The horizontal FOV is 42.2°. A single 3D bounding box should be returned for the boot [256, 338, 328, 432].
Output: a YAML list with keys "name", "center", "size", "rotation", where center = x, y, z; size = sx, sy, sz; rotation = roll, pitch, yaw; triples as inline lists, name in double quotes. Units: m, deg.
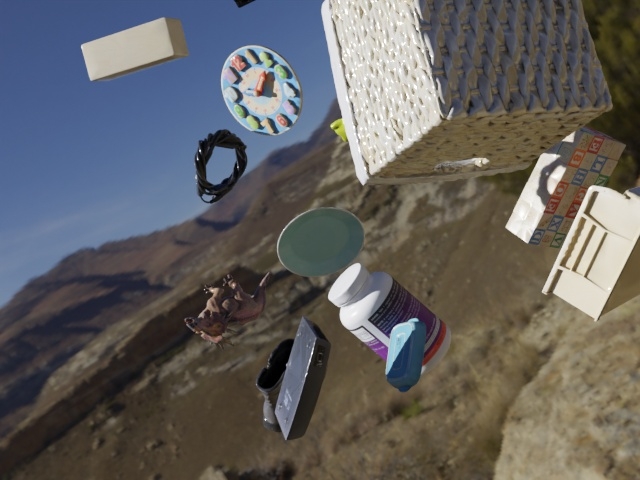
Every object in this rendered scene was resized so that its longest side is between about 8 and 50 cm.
- name: "boot"
  center: [-0.068, 0.346, 2.301]
  size: [0.118, 0.222, 0.338]
  rotation: [11, 42, 15]

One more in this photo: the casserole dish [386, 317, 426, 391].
- name: "casserole dish"
  center: [0.205, 0.276, 2.036]
  size: [0.114, 0.037, 0.188]
  rotation: [-21, 52, 53]

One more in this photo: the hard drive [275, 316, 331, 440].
- name: "hard drive"
  center: [-0.042, 0.324, 1.949]
  size: [0.172, 0.054, 0.254]
  rotation: [-135, 60, -72]

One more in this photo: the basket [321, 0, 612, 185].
- name: "basket"
  center: [0.216, -0.286, 1.277]
  size: [0.329, 0.331, 0.266]
  rotation: [-7, -13, -24]

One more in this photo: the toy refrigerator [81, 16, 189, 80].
- name: "toy refrigerator"
  center: [-0.497, -0.512, 2.235]
  size: [0.270, 0.102, 0.094]
  rotation: [-12, 6, 21]

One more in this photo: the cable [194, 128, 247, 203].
- name: "cable"
  center: [-0.230, -0.179, 1.889]
  size: [0.047, 0.150, 0.184]
  rotation: [6, 34, 33]

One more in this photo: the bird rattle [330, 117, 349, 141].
- name: "bird rattle"
  center: [0.149, -0.335, 2.061]
  size: [0.207, 0.143, 0.253]
  rotation: [-22, -34, -56]

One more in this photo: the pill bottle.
- name: "pill bottle"
  center: [0.180, 0.208, 2.198]
  size: [0.181, 0.323, 0.181]
  rotation: [-45, 14, 15]

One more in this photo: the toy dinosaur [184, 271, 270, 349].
- name: "toy dinosaur"
  center: [-0.241, 0.200, 2.308]
  size: [0.296, 0.127, 0.200]
  rotation: [-23, 30, -21]

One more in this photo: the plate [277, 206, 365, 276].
- name: "plate"
  center: [0.000, 0.000, 1.737]
  size: [0.188, 0.188, 0.024]
  rotation: [-32, 40, 10]

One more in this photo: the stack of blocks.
- name: "stack of blocks"
  center: [0.598, -0.132, 2.032]
  size: [0.171, 0.087, 0.297]
  rotation: [8, -66, -37]

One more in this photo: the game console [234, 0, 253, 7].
- name: "game console"
  center: [-0.142, -0.575, 1.838]
  size: [0.122, 0.071, 0.107]
  rotation: [-21, 28, 13]

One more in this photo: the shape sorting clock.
- name: "shape sorting clock"
  center: [-0.132, -0.327, 1.824]
  size: [0.206, 0.206, 0.040]
  rotation: [-30, 6, 40]

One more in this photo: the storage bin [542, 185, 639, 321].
- name: "storage bin"
  center: [0.594, -0.005, 1.611]
  size: [0.262, 0.123, 0.260]
  rotation: [-16, -48, -42]
